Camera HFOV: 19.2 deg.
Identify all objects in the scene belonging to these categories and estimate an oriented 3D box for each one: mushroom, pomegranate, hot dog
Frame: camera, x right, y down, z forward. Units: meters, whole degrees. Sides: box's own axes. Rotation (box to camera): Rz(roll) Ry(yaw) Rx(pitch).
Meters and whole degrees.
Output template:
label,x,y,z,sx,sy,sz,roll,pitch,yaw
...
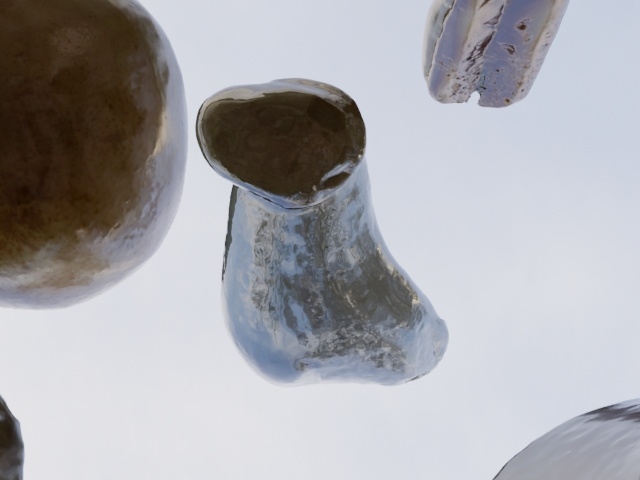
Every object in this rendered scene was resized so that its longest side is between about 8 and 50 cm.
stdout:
label,x,y,z,sx,sy,sz,roll,pitch,yaw
mushroom,0.000,0.000,1.310,0.159,0.329,0.122,-19,-123,-6
pomegranate,-0.255,-0.087,1.543,0.319,0.319,0.319,-1,-125,2
hot dog,0.134,-0.179,1.450,0.100,0.249,0.068,4,-116,-7

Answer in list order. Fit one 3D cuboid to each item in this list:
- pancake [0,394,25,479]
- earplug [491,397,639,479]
label,x,y,z,sx,sy,sz,roll,pitch,yaw
pancake,-0.273,0.156,1.109,0.222,0.236,0.042,-42,-135,-5
earplug,0.146,0.081,0.386,0.172,0.301,0.172,5,-109,-14
